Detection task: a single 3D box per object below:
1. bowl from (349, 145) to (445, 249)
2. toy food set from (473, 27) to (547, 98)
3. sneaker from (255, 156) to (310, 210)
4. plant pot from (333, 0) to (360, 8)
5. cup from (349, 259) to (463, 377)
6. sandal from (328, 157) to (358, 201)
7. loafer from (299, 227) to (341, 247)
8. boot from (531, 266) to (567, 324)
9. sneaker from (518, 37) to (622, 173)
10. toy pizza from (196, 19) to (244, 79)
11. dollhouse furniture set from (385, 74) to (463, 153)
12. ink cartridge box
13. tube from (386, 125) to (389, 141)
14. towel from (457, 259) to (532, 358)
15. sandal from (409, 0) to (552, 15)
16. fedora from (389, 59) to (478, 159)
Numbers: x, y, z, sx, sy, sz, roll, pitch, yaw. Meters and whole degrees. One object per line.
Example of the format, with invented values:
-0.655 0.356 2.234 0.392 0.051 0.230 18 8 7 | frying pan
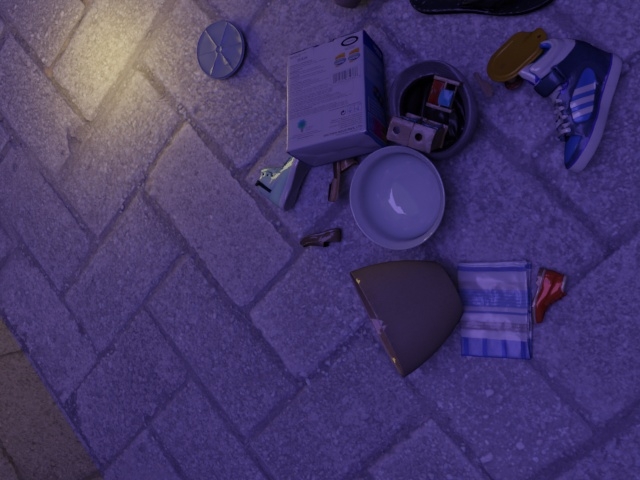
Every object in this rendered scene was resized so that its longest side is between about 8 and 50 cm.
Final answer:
0.243 -0.128 1.810 0.298 0.134 0.297 6 101 29 | bowl
0.530 -0.476 1.689 0.218 0.071 0.128 -42 43 18 | toy food set
-0.122 -0.241 2.026 0.151 0.094 0.255 31 105 26 | sneaker
0.092 -0.857 1.773 0.334 0.334 0.305 49 123 17 | plant pot
0.260 0.186 1.754 0.237 0.331 0.331 -26 80 -2 | cup
0.079 -0.233 1.939 0.079 0.088 0.239 9 82 -8 | sandal
0.000 0.000 1.996 0.148 0.056 0.050 -18 78 27 | loafer
0.621 0.158 1.683 0.085 0.059 0.157 13 98 21 | boot
0.605 -0.354 1.585 0.236 0.130 0.322 18 93 5 | sneaker
-0.344 -0.659 2.150 0.201 0.032 0.201 2 94 26 | toy pizza
0.275 -0.346 1.648 0.129 0.129 0.183 22 113 20 | dollhouse furniture set
0.046 -0.447 1.858 0.270 0.151 0.395 -10 72 28 | ink cartridge box
0.123 -0.360 1.918 0.207 0.052 0.080 31 102 28 | tube
0.494 0.196 1.763 0.209 0.034 0.284 -1 93 28 | towel
0.449 -0.698 1.691 0.446 0.107 0.167 2 94 27 | sandal
0.331 -0.369 1.761 0.244 0.124 0.275 -25 91 29 | fedora
